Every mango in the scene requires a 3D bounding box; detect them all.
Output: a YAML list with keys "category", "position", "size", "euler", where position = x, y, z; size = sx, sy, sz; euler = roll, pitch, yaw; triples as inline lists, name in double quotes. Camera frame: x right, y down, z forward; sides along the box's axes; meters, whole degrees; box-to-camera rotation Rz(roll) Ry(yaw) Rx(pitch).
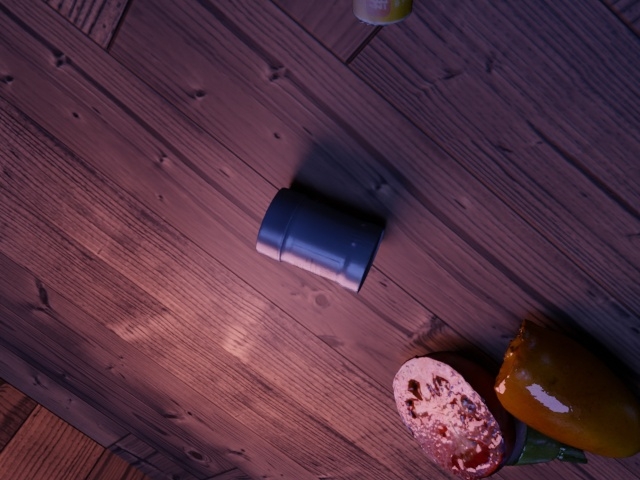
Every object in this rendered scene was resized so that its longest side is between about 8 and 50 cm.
- category: "mango"
  position: [0.353, 0.223, 0.982]
  size: [0.252, 0.126, 0.154]
  euler: [37, 153, -10]

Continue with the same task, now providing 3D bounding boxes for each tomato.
- category: "tomato"
  position: [0.219, 0.263, 1.117]
  size: [0.225, 0.085, 0.225]
  euler: [34, 140, 36]

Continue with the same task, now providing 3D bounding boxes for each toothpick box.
- category: "toothpick box"
  position: [0.000, 0.000, 0.975]
  size: [0.153, 0.101, 0.101]
  euler: [23, 141, 8]

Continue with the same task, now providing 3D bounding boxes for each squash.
- category: "squash"
  position: [0.361, 0.317, 1.128]
  size: [0.132, 0.105, 0.105]
  euler: [12, 143, -11]

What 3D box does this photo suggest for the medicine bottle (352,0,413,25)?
- category: "medicine bottle"
  position: [0.059, -0.305, 0.628]
  size: [0.074, 0.074, 0.218]
  euler: [16, 142, 16]
